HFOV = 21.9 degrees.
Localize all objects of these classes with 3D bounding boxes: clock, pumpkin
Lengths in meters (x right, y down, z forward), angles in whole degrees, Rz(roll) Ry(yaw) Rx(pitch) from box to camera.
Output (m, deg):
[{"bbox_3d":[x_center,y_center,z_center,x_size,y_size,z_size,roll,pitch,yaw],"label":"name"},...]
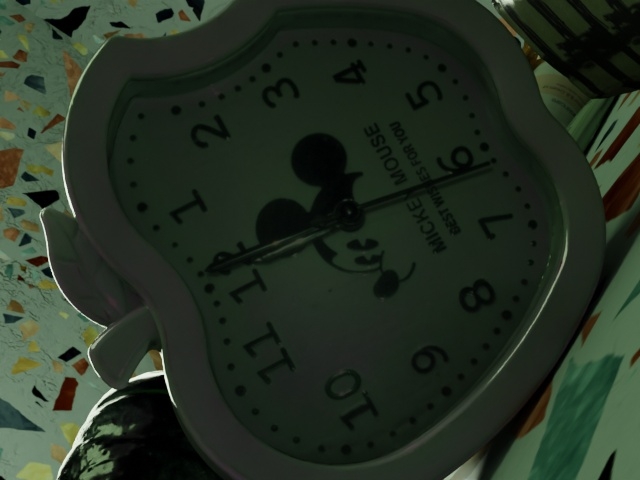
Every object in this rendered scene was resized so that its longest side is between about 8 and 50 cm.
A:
[{"bbox_3d":[0.000,0.000,1.021,0.338,0.338,0.102,-56,-2,-15],"label":"clock"},{"bbox_3d":[-0.125,0.268,1.539,0.315,0.238,0.315,18,-90,-81],"label":"pumpkin"}]

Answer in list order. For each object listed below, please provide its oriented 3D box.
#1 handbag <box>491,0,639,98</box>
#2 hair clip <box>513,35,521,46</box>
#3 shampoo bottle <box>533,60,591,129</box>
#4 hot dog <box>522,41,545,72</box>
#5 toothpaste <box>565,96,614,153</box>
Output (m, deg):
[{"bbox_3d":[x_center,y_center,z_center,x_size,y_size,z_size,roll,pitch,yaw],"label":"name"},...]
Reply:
[{"bbox_3d":[0.276,-0.260,1.068,0.327,0.162,0.325,-49,3,-5],"label":"handbag"},{"bbox_3d":[0.175,-0.098,1.600,0.070,0.039,0.229,60,-141,-69],"label":"hair clip"},{"bbox_3d":[0.203,-0.093,1.545,0.192,0.074,0.074,-57,0,-38],"label":"shampoo bottle"},{"bbox_3d":[0.284,-0.253,1.679,0.196,0.122,0.272,122,166,-86],"label":"hot dog"},{"bbox_3d":[0.231,-0.092,1.493,0.197,0.029,0.048,-53,3,-35],"label":"toothpaste"}]
